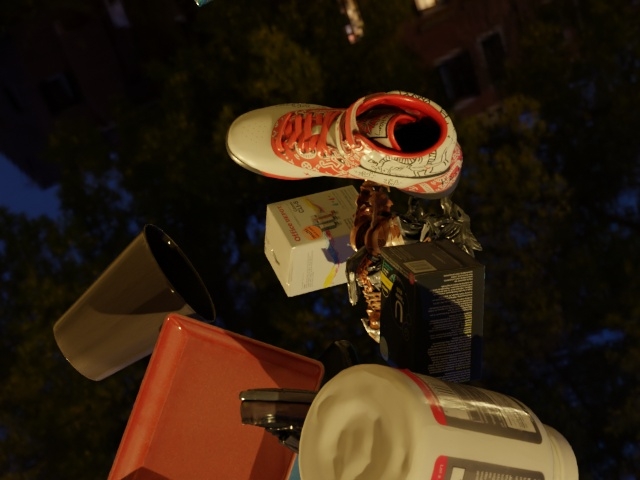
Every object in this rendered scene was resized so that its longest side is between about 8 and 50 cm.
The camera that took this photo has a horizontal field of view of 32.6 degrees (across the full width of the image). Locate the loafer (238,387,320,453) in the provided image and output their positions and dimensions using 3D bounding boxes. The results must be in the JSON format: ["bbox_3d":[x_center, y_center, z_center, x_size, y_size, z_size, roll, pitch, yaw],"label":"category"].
[{"bbox_3d":[0.034,0.234,1.310,0.302,0.095,0.109,13,167,-37],"label":"loafer"}]

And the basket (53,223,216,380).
[{"bbox_3d":[-0.318,0.120,1.826,0.227,0.204,0.154,-38,157,10],"label":"basket"}]

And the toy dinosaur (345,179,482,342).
[{"bbox_3d":[0.126,0.001,1.761,0.218,0.322,0.164,-14,-147,-36],"label":"toy dinosaur"}]

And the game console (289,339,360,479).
[{"bbox_3d":[-0.034,0.316,1.474,0.173,0.293,0.250,-7,157,-26],"label":"game console"}]

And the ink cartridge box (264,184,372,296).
[{"bbox_3d":[0.000,0.000,1.994,0.176,0.127,0.128,-14,-134,-19],"label":"ink cartridge box"}]

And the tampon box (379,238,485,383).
[{"bbox_3d":[0.144,0.095,1.438,0.101,0.161,0.120,-6,-161,-17],"label":"tampon box"}]

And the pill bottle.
[{"bbox_3d":[0.144,0.245,1.204,0.318,0.176,0.176,19,172,-42],"label":"pill bottle"}]

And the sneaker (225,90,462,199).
[{"bbox_3d":[0.018,-0.117,1.167,0.270,0.090,0.145,12,166,11],"label":"sneaker"}]

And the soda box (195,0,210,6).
[{"bbox_3d":[-0.108,-0.418,1.573,0.210,0.071,0.067,-38,-177,-35],"label":"soda box"}]

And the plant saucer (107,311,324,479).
[{"bbox_3d":[-0.131,0.250,1.420,0.259,0.047,0.258,15,-97,31],"label":"plant saucer"}]
